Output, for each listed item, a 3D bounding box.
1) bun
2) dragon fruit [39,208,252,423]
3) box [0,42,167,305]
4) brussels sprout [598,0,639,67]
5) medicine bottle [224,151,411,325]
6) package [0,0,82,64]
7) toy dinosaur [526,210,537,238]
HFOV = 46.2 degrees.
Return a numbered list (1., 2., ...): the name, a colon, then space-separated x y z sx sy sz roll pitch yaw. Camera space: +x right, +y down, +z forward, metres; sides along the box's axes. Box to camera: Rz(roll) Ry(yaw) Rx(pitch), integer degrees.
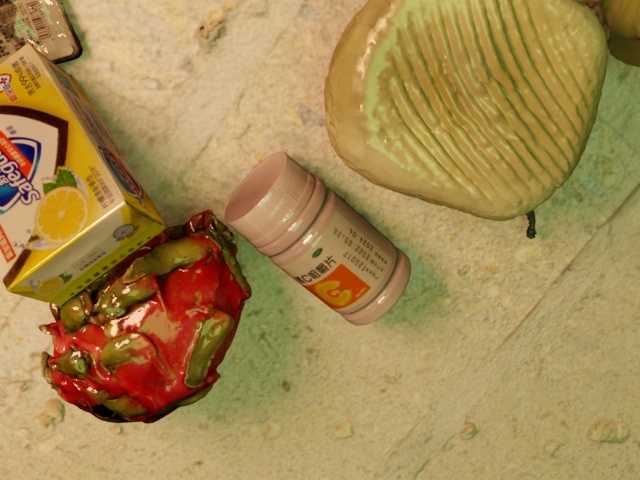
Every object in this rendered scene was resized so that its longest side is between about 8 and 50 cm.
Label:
1. bun: 0.172 -0.197 0.954 0.352 0.227 0.349 -35 114 -1
2. dragon fruit: -0.221 0.096 0.976 0.237 0.231 0.302 40 93 -18
3. box: -0.321 -0.076 0.872 0.168 0.265 0.097 -35 158 2
4. brussels sprout: 0.479 -0.348 0.987 0.244 0.244 0.244 -5 112 -12
5. medicine bottle: 0.000 0.000 1.044 0.133 0.133 0.250 -46 114 7
6. package: -0.426 -0.259 0.897 0.239 0.030 0.154 -19 115 -5
7. toy dinosaur: 0.306 -0.072 1.131 0.055 0.049 0.154 -22 109 -7
